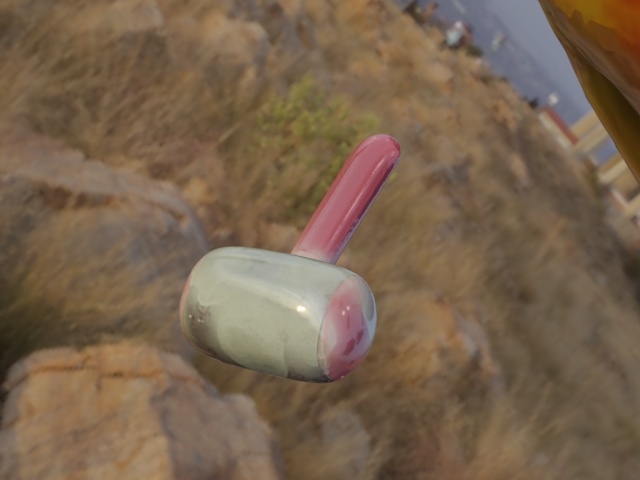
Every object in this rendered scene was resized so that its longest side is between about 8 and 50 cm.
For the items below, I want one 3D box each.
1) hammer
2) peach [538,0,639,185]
[{"bbox_3d":[0.000,0.000,0.351,0.052,0.083,0.031,13,-38,25],"label":"hammer"},{"bbox_3d":[0.270,-0.144,0.515,0.388,0.388,0.388,47,13,-14],"label":"peach"}]
